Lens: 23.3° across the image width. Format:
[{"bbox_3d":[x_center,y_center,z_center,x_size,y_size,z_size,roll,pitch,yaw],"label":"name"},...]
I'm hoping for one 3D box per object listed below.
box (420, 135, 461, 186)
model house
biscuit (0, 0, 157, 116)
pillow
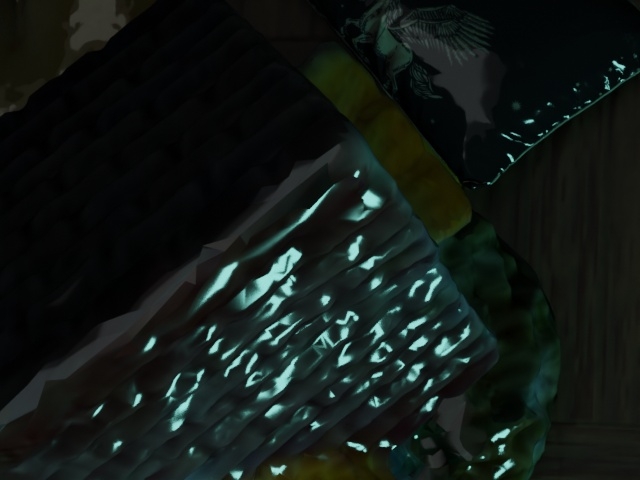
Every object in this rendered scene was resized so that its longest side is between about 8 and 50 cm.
[{"bbox_3d":[0.000,0.000,0.812,0.087,0.023,0.155,36,90,18],"label":"box"},{"bbox_3d":[-0.070,0.076,0.622,0.360,0.339,0.297,-37,89,0],"label":"model house"},{"bbox_3d":[-0.192,-0.074,0.832,0.237,0.062,0.291,8,85,4],"label":"biscuit"},{"bbox_3d":[0.063,-0.136,0.800,0.141,0.055,0.208,-37,76,-4],"label":"pillow"}]
